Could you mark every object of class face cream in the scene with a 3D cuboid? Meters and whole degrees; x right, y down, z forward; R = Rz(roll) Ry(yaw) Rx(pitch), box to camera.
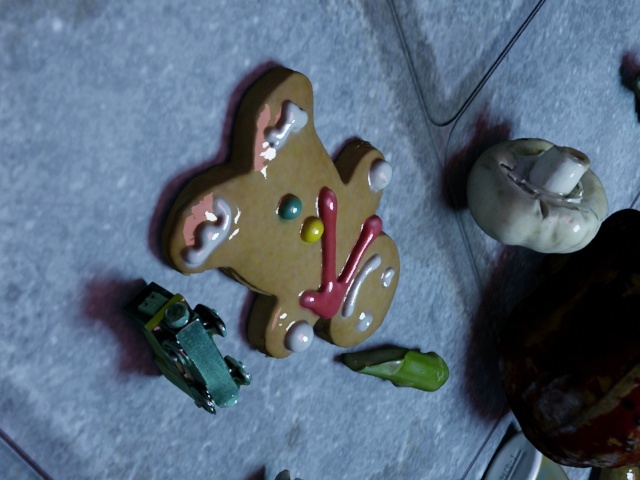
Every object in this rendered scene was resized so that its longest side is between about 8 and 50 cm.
[{"bbox_3d":[0.306,0.376,1.614,0.139,0.067,0.285,-58,145,-15],"label":"face cream"}]

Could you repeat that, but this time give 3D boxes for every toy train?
[{"bbox_3d":[-0.099,0.081,0.862,0.050,0.081,0.122,-44,139,-20],"label":"toy train"}]

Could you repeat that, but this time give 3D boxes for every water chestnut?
[{"bbox_3d":[0.402,0.152,1.391,0.335,0.347,0.335,-47,-178,2],"label":"water chestnut"}]

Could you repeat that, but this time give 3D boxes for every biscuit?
[{"bbox_3d":[0.000,0.000,0.993,0.216,0.047,0.339,-58,145,-15],"label":"biscuit"}]

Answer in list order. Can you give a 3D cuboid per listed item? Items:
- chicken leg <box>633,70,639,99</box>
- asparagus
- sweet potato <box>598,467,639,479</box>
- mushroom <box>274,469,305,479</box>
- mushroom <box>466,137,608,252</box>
[{"bbox_3d":[0.470,-0.187,1.525,0.228,0.088,0.103,-8,127,-57],"label":"chicken leg"},{"bbox_3d":[0.079,0.130,1.182,0.045,0.041,0.178,-29,154,22],"label":"asparagus"},{"bbox_3d":[0.462,0.501,1.886,0.114,0.092,0.341,22,91,-19],"label":"sweet potato"},{"bbox_3d":[-0.079,0.388,1.055,0.109,0.097,0.351,33,84,-54],"label":"mushroom"},{"bbox_3d":[0.232,-0.051,1.201,0.154,0.154,0.122,-26,154,-46],"label":"mushroom"}]
